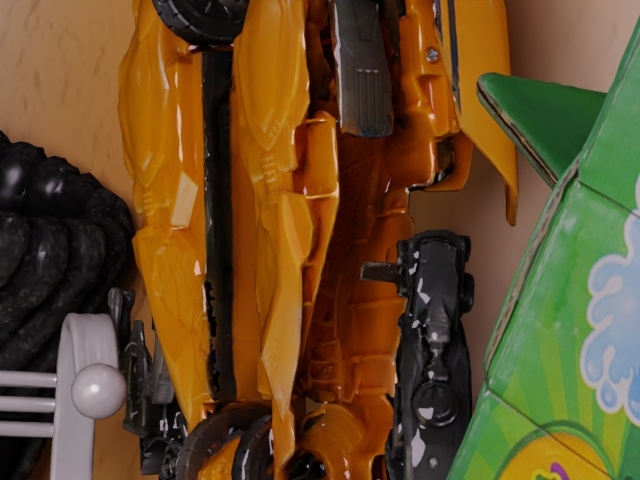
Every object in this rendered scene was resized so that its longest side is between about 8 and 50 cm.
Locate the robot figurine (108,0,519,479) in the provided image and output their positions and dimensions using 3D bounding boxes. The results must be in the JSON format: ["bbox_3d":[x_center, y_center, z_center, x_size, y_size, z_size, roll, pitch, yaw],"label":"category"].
[{"bbox_3d":[0.000,0.000,0.619,0.211,0.085,0.291,-11,82,63],"label":"robot figurine"}]

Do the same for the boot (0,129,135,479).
[{"bbox_3d":[-0.263,0.053,0.744,0.131,0.348,0.260,-117,42,-59],"label":"boot"}]

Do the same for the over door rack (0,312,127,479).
[{"bbox_3d":[-0.195,0.178,0.680,0.108,0.239,0.324,-115,31,-66],"label":"over door rack"}]

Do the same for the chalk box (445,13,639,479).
[{"bbox_3d":[0.149,0.046,0.433,0.289,0.180,0.179,36,113,39],"label":"chalk box"}]
